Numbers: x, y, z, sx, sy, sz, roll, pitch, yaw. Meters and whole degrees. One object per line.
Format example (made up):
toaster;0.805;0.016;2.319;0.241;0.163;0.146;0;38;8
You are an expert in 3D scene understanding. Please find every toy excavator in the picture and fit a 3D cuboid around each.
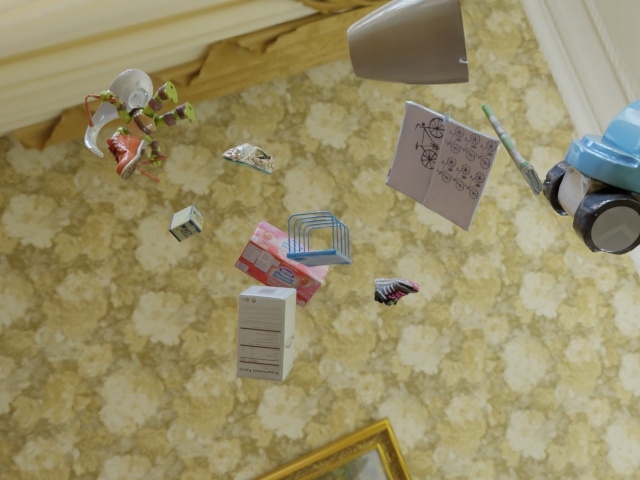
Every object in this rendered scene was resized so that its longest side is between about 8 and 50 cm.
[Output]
toy excavator;0.662;-0.175;0.936;0.222;0.432;0.445;-82;-173;-64

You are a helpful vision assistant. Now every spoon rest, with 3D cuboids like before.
spoon rest;-0.594;-0.378;1.643;0.084;0.276;0.137;34;-5;26

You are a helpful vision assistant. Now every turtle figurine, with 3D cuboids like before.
turtle figurine;-0.417;-0.282;1.380;0.269;0.217;0.087;56;20;-32

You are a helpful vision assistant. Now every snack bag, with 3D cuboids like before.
snack bag;0.356;-0.233;1.725;0.342;0.037;0.323;35;-46;29

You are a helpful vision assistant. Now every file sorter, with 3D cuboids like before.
file sorter;0.000;0.000;1.365;0.170;0.118;0.105;33;54;-71

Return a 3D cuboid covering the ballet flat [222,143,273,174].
ballet flat;-0.231;-0.273;1.834;0.091;0.241;0.077;20;-86;26

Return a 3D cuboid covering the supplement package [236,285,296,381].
supplement package;-0.115;0.197;1.215;0.105;0.105;0.179;-37;130;-79

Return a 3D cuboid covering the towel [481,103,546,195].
towel;0.330;-0.157;0.961;0.113;0.023;0.152;31;33;-54

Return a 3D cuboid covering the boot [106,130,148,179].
boot;-0.447;-0.193;1.270;0.059;0.084;0.158;-53;-157;25

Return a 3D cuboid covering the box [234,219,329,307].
box;-0.135;0.083;2.044;0.154;0.300;0.142;-55;-174;37

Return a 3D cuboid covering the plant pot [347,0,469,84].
plant pot;0.213;-0.494;1.395;0.256;0.274;0.257;-7;90;-76

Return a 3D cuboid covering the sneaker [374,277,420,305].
sneaker;0.205;0.144;1.538;0.170;0.063;0.075;-5;-112;55

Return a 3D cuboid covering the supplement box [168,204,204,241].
supplement box;-0.417;-0.054;1.757;0.056;0.083;0.083;54;19;-36
